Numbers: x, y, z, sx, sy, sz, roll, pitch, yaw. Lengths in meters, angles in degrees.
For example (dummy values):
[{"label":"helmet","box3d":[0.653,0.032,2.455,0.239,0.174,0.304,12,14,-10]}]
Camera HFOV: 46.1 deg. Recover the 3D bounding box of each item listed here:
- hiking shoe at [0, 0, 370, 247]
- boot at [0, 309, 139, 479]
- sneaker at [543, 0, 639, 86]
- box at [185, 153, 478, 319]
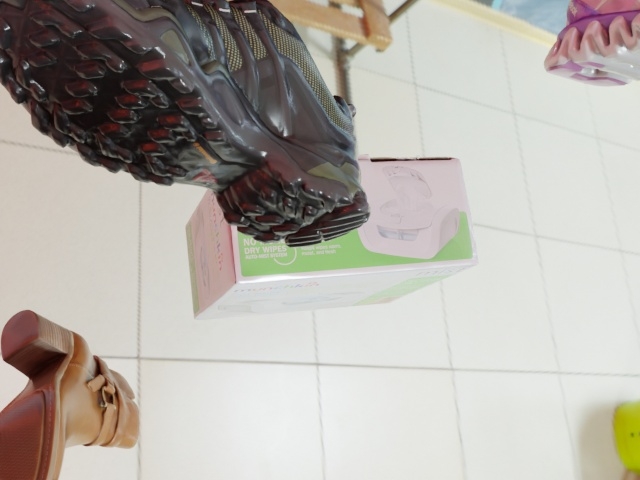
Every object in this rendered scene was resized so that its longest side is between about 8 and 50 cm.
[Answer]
[{"label":"hiking shoe","box3d":[-0.064,-0.085,0.381,0.227,0.086,0.114,35,43,-39]},{"label":"boot","box3d":[-0.222,0.169,0.689,0.152,0.073,0.197,53,18,-48]},{"label":"sneaker","box3d":[0.256,-0.178,0.526,0.095,0.236,0.105,8,89,-27]},{"label":"box","box3d":[0.000,0.000,0.837,0.262,0.231,0.127,-3,77,-21]}]
